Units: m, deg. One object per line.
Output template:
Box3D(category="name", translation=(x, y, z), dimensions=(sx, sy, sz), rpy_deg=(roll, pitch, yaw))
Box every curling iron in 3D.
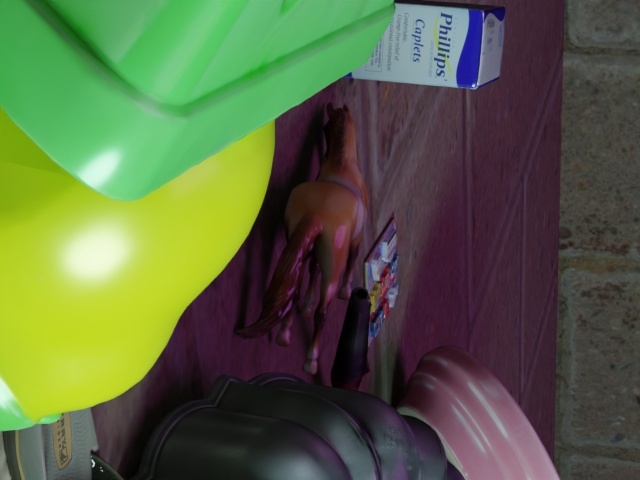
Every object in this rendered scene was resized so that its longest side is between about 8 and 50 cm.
Box3D(category="curling iron", translation=(0.036, 0.129, 1.458), dimensions=(0.035, 0.068, 0.274), rpy_deg=(-33, 147, -26))

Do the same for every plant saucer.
Box3D(category="plant saucer", translation=(0.173, 0.282, 1.768), dimensions=(0.332, 0.084, 0.332), rpy_deg=(58, -17, 30))

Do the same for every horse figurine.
Box3D(category="horse figurine", translation=(0.000, 0.000, 1.321), dimensions=(0.263, 0.066, 0.174), rpy_deg=(-54, 154, -68))

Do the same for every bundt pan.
Box3D(category="bundt pan", translation=(0.007, 0.249, 1.068), dimensions=(0.331, 0.124, 0.330), rpy_deg=(9, 79, -50))

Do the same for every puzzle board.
Box3D(category="puzzle board", translation=(0.066, 0.043, 1.693), dimensions=(0.128, 0.011, 0.096), rpy_deg=(-55, 148, -63))

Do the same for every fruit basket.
Box3D(category="fruit basket", translation=(-0.102, -0.112, 0.664), dimensions=(0.392, 0.283, 0.392), rpy_deg=(-44, 180, 0))

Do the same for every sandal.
Box3D(category="sandal", translation=(-0.129, 0.155, 0.893), dimensions=(0.090, 0.060, 0.219), rpy_deg=(-52, 145, -64))

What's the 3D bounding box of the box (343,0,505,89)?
Box3D(category="box", translation=(0.090, -0.182, 1.452), dimensions=(0.126, 0.137, 0.072), rpy_deg=(-33, 128, -72))
